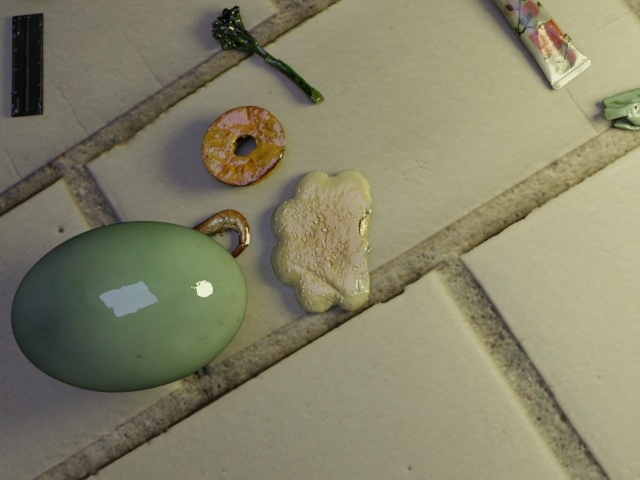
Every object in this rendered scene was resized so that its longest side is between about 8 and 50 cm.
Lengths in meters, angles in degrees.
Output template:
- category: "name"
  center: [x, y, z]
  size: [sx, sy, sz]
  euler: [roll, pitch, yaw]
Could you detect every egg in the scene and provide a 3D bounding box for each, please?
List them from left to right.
- category: "egg"
  center: [-0.310, 0.107, 1.412]
  size: [0.389, 0.276, 0.275]
  euler: [-12, 80, 5]

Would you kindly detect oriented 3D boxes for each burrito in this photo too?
- category: "burrito"
  center: [0.526, -0.215, 1.427]
  size: [0.118, 0.044, 0.074]
  euler: [-9, 85, 5]

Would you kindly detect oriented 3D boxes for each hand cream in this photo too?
- category: "hand cream"
  center: [0.361, -0.369, 1.481]
  size: [0.080, 0.050, 0.234]
  euler: [-36, 84, 0]

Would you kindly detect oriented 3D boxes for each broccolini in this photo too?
- category: "broccolini"
  center: [-0.098, -0.328, 1.551]
  size: [0.254, 0.058, 0.071]
  euler: [40, 133, 16]

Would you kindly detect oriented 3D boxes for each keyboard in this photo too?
- category: "keyboard"
  center: [-0.561, -0.336, 1.657]
  size: [0.067, 0.011, 0.202]
  euler: [-4, 81, 8]

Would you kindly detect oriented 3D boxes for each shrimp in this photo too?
- category: "shrimp"
  center: [-0.187, -0.004, 1.535]
  size: [0.127, 0.025, 0.090]
  euler: [-15, 81, 5]

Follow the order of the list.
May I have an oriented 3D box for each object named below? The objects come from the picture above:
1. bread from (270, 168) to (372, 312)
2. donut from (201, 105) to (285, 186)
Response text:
- category: "bread"
  center: [0.000, 0.000, 1.494]
  size: [0.182, 0.039, 0.250]
  euler: [0, 83, 10]
- category: "donut"
  center: [-0.132, -0.162, 1.530]
  size: [0.152, 0.058, 0.151]
  euler: [-1, 82, 9]
